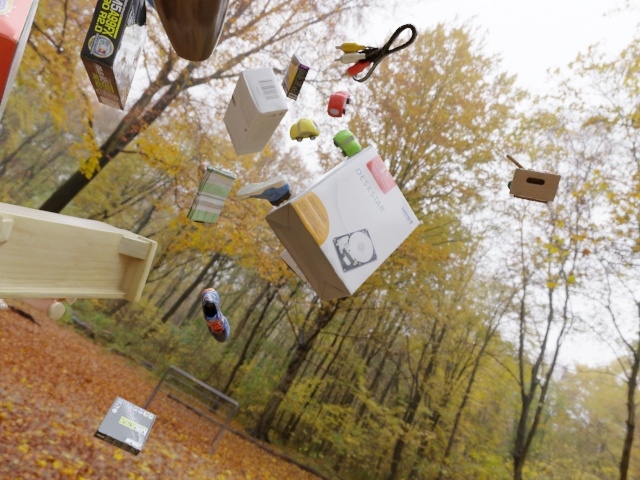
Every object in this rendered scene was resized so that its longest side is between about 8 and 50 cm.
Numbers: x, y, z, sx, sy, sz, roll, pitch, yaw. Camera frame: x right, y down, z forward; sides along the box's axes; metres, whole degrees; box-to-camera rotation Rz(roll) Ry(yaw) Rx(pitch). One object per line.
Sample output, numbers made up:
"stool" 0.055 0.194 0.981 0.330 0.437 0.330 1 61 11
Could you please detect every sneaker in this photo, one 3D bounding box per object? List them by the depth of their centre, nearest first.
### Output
"sneaker" -0.157 -0.126 1.153 0.152 0.058 0.085 -19 -51 2
"sneaker" -0.412 0.299 1.545 0.087 0.083 0.221 -116 -172 -75

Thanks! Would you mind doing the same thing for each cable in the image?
"cable" 0.183 -0.613 1.333 0.287 0.072 0.140 -2 -69 36

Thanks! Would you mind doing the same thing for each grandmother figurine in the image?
"grandmother figurine" -0.954 0.123 1.274 0.342 0.208 0.104 23 -52 0

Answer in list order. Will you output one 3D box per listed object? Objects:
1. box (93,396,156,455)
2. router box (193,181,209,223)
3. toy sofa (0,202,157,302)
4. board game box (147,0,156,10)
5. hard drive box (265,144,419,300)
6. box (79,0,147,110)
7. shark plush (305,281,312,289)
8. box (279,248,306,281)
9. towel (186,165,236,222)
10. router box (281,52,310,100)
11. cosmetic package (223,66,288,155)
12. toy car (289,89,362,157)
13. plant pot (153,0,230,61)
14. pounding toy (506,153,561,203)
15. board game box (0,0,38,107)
"box" -0.797 0.760 1.654 0.190 0.045 0.184 35 14 -13
"router box" -0.348 -0.114 1.246 0.038 0.123 0.092 10 3 7
"toy sofa" -0.525 0.029 0.789 0.177 0.150 0.362 16 -2 21
"board game box" -0.418 -0.724 1.228 0.047 0.160 0.210 52 5 22
"hard drive box" 0.047 -0.036 0.721 0.089 0.232 0.181 -22 -74 52
"box" -0.444 -0.435 0.887 0.060 0.216 0.270 17 -8 -21
"shark plush" -0.008 0.190 2.016 0.067 0.161 0.073 42 -42 31
"box" 0.000 0.000 1.370 0.127 0.231 0.262 48 8 -4
"towel" -0.289 -0.119 1.087 0.023 0.152 0.113 29 9 26
"router box" -0.099 -0.634 1.557 0.046 0.179 0.133 16 -60 -24
"cosmetic package" -0.170 -0.315 1.011 0.231 0.085 0.117 -32 -100 61
"toy car" 0.042 -0.343 1.229 0.225 0.239 0.053 50 -4 22
"plant pot" -0.335 -0.599 1.045 0.215 0.215 0.230 28 -36 5
"pounding toy" 0.571 -0.165 1.099 0.141 0.100 0.130 17 8 26
"board game box" -0.460 -0.265 0.561 0.064 0.242 0.316 18 -36 -39
